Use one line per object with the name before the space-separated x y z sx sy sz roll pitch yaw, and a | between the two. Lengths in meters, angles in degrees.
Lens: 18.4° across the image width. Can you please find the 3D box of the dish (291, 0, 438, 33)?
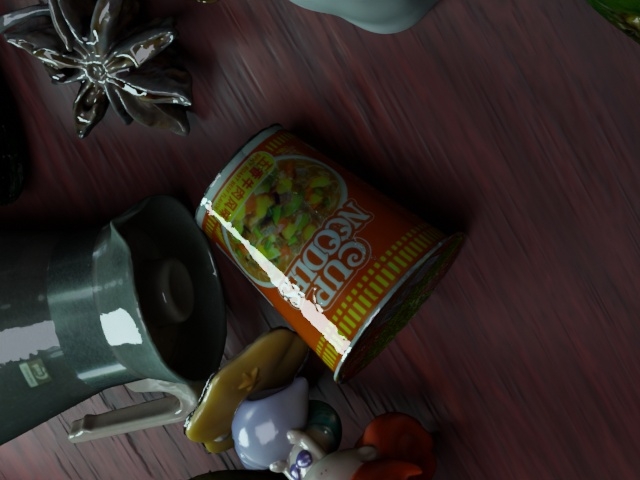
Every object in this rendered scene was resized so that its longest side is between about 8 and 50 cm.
dish | 0.037 -0.281 1.770 0.229 0.081 0.229 5 118 9

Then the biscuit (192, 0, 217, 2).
biscuit | -0.098 -0.320 1.857 0.215 0.034 0.182 -15 109 26

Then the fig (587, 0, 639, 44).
fig | 0.325 -0.281 1.649 0.203 0.203 0.235 29 84 7

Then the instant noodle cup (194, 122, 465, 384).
instant noodle cup | 0.000 0.000 1.904 0.212 0.193 0.193 40 124 12

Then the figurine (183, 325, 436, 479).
figurine | 0.015 0.224 1.979 0.181 0.208 0.257 -44 64 -2

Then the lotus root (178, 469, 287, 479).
lotus root | -0.040 0.333 2.090 0.275 0.152 0.160 24 147 5

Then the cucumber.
cucumber | -0.376 -0.175 2.025 0.303 0.081 0.072 62 164 -19

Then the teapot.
teapot | -0.282 0.101 2.039 0.344 0.253 0.300 -13 133 23

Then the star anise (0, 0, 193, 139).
star anise | -0.217 -0.189 1.941 0.231 0.089 0.209 37 135 3
